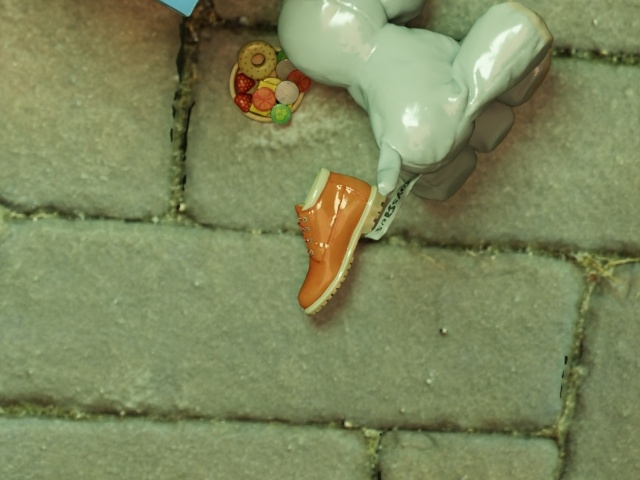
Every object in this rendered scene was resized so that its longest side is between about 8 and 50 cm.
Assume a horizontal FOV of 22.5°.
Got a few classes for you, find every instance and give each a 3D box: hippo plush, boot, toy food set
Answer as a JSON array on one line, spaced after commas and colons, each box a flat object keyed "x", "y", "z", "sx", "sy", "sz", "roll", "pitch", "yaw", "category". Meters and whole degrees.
[{"x": 0.066, "y": -0.168, "z": 1.633, "sx": 0.236, "sy": 0.234, "sz": 0.294, "roll": 41, "pitch": 71, "yaw": 13, "category": "hippo plush"}, {"x": 0.000, "y": 0.000, "z": 1.722, "sx": 0.085, "sy": 0.059, "sz": 0.158, "roll": 25, "pitch": 91, "yaw": -11, "category": "boot"}, {"x": -0.054, "y": -0.165, "z": 1.687, "sx": 0.083, "sy": 0.020, "sz": 0.083, "roll": 18, "pitch": 101, "yaw": -12, "category": "toy food set"}]

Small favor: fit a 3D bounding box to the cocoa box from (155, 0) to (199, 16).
[{"x": -0.170, "y": -0.368, "z": 1.447, "sx": 0.228, "sy": 0.347, "sz": 0.231, "roll": 29, "pitch": 99, "yaw": -15, "category": "cocoa box"}]
